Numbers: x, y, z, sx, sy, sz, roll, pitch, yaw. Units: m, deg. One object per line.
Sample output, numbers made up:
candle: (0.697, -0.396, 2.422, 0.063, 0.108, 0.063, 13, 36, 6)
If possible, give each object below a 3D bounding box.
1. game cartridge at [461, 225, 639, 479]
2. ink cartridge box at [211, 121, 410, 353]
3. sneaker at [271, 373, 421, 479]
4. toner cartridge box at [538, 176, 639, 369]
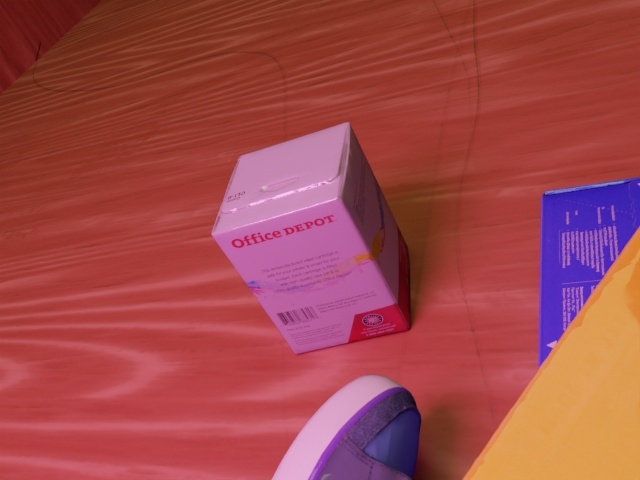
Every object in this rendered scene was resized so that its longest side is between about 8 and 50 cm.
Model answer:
game cartridge: (0.248, 0.137, 0.282, 0.324, 0.052, 0.285, 33, 75, 31)
ink cartridge box: (0.000, 0.000, 0.643, 0.128, 0.176, 0.127, -14, 38, 19)
sneaker: (0.060, 0.242, 0.372, 0.236, 0.130, 0.322, 12, 47, 31)
toner cartridge box: (0.242, 0.090, 0.456, 0.165, 0.075, 0.347, -7, 42, 26)
